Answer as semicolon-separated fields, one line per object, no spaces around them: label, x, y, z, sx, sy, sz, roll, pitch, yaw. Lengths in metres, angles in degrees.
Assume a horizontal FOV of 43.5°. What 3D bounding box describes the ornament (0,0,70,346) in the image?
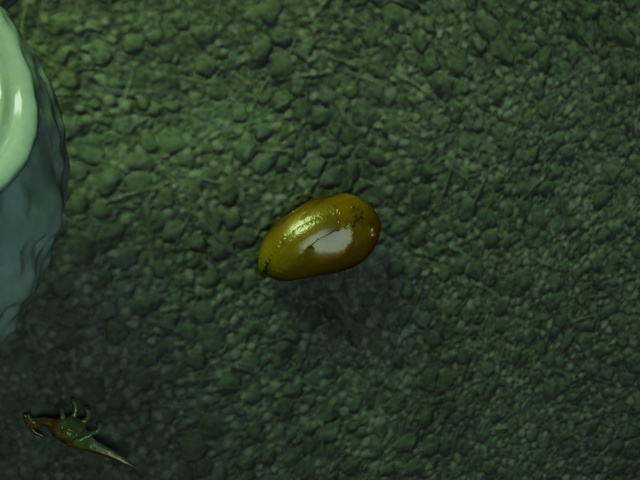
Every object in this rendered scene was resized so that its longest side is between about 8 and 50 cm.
ornament;-0.329;-0.038;0.480;0.337;0.337;0.337;-5;103;-19

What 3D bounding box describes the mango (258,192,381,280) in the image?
mango;0.000;0.000;0.749;0.127;0.063;0.077;-20;115;-16

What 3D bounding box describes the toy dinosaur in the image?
toy dinosaur;-0.213;0.173;0.727;0.113;0.026;0.041;24;99;-14
